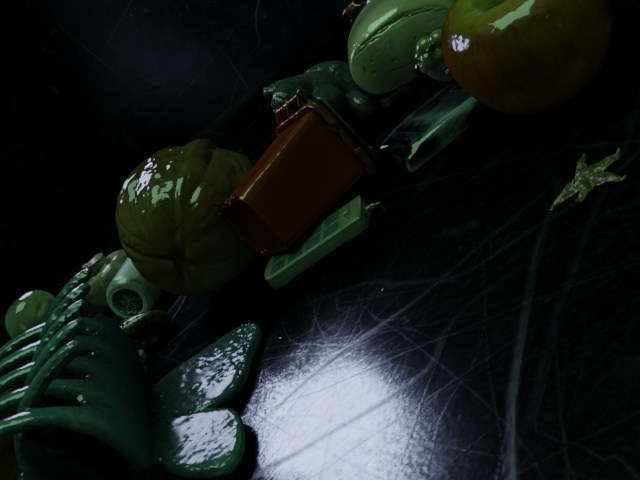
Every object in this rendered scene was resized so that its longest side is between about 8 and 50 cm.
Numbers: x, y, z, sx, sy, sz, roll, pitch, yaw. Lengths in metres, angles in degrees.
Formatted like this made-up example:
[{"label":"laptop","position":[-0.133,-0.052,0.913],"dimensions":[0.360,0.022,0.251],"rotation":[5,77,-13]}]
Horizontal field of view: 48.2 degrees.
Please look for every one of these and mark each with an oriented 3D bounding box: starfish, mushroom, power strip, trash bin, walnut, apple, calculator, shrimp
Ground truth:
[{"label":"starfish","position":[0.270,-0.063,0.733],"dimensions":[0.092,0.016,0.086],"rotation":[-40,16,14]},{"label":"mushroom","position":[-0.539,0.090,1.837],"dimensions":[0.166,0.127,0.166],"rotation":[-31,27,18]},{"label":"power strip","position":[0.000,0.000,1.106],"dimensions":[0.226,0.029,0.080],"rotation":[-35,20,20]},{"label":"trash bin","position":[-0.051,-0.107,1.171],"dimensions":[0.239,0.184,0.161],"rotation":[-48,13,-26]},{"label":"walnut","position":[-0.228,-0.050,1.313],"dimensions":[0.277,0.252,0.313],"rotation":[-25,29,20]},{"label":"apple","position":[0.270,-0.258,0.928],"dimensions":[0.210,0.173,0.235],"rotation":[-31,30,17]},{"label":"calculator","position":[0.208,-0.206,1.140],"dimensions":[0.268,0.040,0.177],"rotation":[-39,19,-10]},{"label":"shrimp","position":[-0.358,0.180,1.350],"dimensions":[0.165,0.065,0.057],"rotation":[-32,44,6]}]

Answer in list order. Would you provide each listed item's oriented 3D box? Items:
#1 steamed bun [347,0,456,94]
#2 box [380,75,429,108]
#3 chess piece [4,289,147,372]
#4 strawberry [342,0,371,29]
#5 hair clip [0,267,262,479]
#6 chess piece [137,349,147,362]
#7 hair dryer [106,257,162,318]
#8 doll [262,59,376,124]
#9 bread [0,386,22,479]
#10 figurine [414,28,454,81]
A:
[{"label":"steamed bun","position":[0.158,-0.415,1.434],"dimensions":[0.250,0.155,0.200],"rotation":[-35,22,18]},{"label":"box","position":[0.194,-0.337,1.475],"dimensions":[0.156,0.022,0.089],"rotation":[-33,22,25]},{"label":"chess piece","position":[-0.422,0.185,1.209],"dimensions":[0.133,0.243,0.133],"rotation":[-37,18,14]},{"label":"strawberry","position":[0.216,-0.604,1.647],"dimensions":[0.267,0.312,0.351],"rotation":[10,33,42]},{"label":"hair clip","position":[-0.275,0.212,0.877],"dimensions":[0.392,0.238,0.318],"rotation":[-41,21,2]},{"label":"chess piece","position":[-0.363,0.193,1.305],"dimensions":[0.042,0.093,0.042],"rotation":[-37,18,14]},{"label":"hair dryer","position":[-0.348,-0.010,1.519],"dimensions":[0.173,0.107,0.358],"rotation":[-79,13,-61]},{"label":"doll","position":[0.000,-0.286,1.524],"dimensions":[0.245,0.158,0.340],"rotation":[6,25,9]},{"label":"bread","position":[-0.608,0.397,1.203],"dimensions":[0.148,0.195,0.344],"rotation":[3,45,37]},{"label":"figurine","position":[0.229,-0.336,1.252],"dimensions":[0.147,0.094,0.197],"rotation":[-35,8,32]}]
